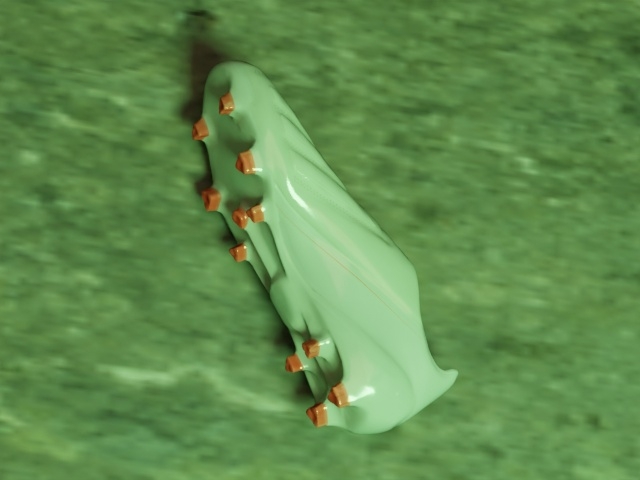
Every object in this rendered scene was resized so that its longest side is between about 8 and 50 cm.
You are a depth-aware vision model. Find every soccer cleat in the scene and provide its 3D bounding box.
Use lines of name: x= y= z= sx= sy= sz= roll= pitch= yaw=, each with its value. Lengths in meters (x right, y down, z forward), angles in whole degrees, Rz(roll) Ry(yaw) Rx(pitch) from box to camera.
soccer cleat: x=0.000 y=0.000 z=0.943 sx=0.076 sy=0.068 sz=0.196 roll=-19 pitch=80 yaw=-30
